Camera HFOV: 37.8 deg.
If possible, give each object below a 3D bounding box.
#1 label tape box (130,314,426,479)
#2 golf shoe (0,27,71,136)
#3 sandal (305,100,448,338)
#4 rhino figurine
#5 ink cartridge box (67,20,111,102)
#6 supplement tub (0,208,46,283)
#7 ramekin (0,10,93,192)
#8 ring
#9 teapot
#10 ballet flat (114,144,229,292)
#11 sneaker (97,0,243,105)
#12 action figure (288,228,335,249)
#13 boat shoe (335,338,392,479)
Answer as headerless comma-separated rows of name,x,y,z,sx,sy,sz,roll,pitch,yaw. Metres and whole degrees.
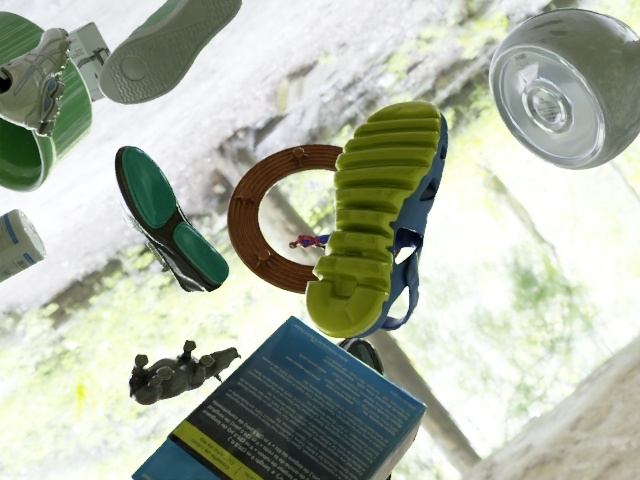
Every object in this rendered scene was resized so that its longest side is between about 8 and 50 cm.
label tape box,-0.052,0.300,1.301,0.348,0.249,0.115,-44,157,-33
golf shoe,-0.344,-0.202,1.105,0.176,0.086,0.069,-97,-152,-45
sandal,0.080,-0.019,1.126,0.138,0.126,0.317,40,67,-53
rhino figurine,-0.236,0.230,1.656,0.243,0.073,0.106,-10,143,-44
ink cartridge box,-0.494,-0.372,1.980,0.109,0.150,0.063,-12,-157,38
supplement tub,-0.379,0.016,1.080,0.107,0.071,0.071,-27,179,-4
ramekin,-0.541,-0.246,1.621,0.148,0.303,0.303,-49,-176,-36
ring,-0.005,-0.050,1.718,0.336,0.337,0.032,-41,156,-25
teapot,0.382,-0.237,1.358,0.187,0.256,0.252,-38,149,-24
ballet flat,-0.188,-0.017,1.086,0.074,0.203,0.074,-30,-159,13
sneaker,-0.210,-0.300,1.359,0.256,0.094,0.151,-36,-157,16
action figure,0.000,0.000,1.608,0.115,0.030,0.038,-7,158,16
boat shoe,0.079,0.330,1.737,0.114,0.302,0.091,-13,175,-19
